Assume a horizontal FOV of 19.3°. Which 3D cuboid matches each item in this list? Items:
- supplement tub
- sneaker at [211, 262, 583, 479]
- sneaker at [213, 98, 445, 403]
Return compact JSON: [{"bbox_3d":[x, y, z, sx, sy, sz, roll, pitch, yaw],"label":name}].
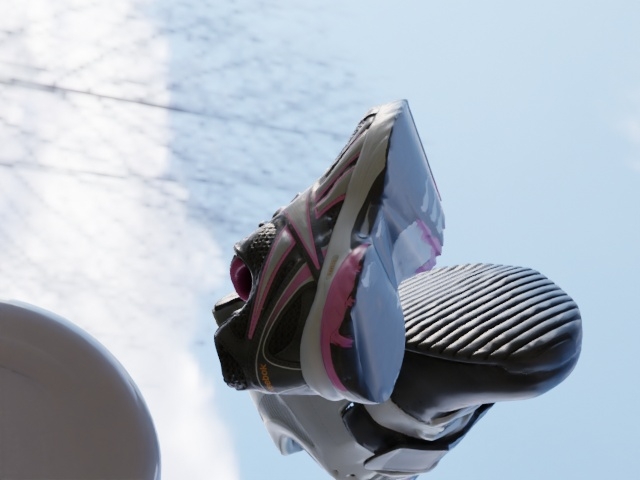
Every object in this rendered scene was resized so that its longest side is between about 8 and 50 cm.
[{"bbox_3d":[-0.258,0.211,1.313,0.331,0.241,0.241,118,-40,-55],"label":"supplement tub"},{"bbox_3d":[0.061,0.097,1.211,0.330,0.122,0.146,0,-72,58],"label":"sneaker"},{"bbox_3d":[0.000,0.000,0.799,0.077,0.178,0.072,-7,-60,21],"label":"sneaker"}]
